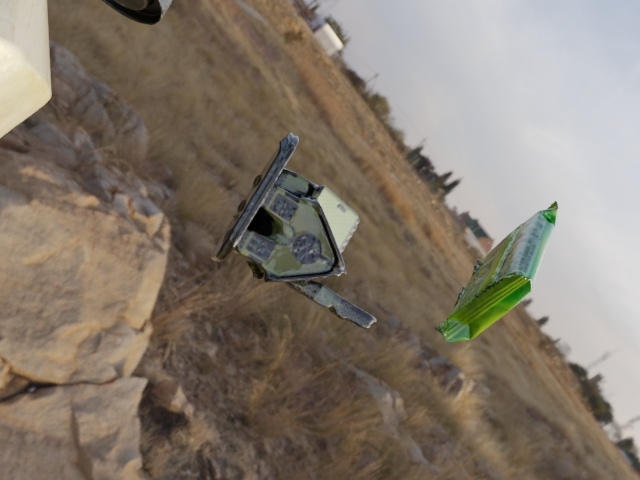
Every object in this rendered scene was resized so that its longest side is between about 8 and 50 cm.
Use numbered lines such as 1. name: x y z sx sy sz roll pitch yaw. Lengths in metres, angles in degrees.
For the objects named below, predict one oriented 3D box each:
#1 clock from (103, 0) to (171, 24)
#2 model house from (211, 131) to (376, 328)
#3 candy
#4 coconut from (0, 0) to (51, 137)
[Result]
1. clock: -0.440 -0.584 1.394 0.281 0.055 0.280 30 -16 9
2. model house: 0.000 0.000 1.025 0.279 0.218 0.205 31 -7 -11
3. candy: 0.172 0.027 0.605 0.032 0.102 0.178 46 35 2
4. coconut: -0.277 -0.141 0.414 0.202 0.222 0.202 39 -15 12
